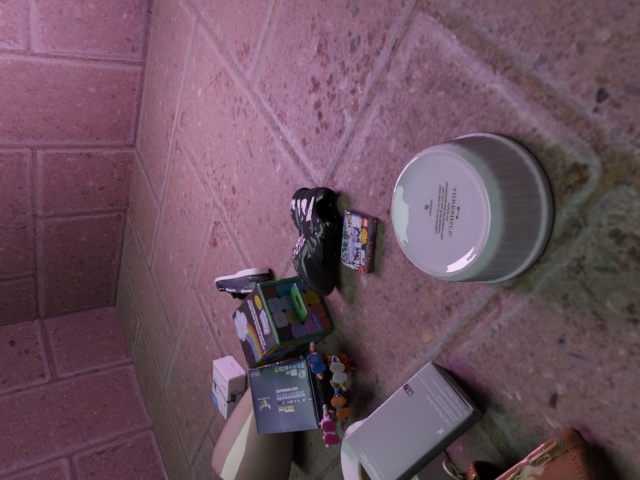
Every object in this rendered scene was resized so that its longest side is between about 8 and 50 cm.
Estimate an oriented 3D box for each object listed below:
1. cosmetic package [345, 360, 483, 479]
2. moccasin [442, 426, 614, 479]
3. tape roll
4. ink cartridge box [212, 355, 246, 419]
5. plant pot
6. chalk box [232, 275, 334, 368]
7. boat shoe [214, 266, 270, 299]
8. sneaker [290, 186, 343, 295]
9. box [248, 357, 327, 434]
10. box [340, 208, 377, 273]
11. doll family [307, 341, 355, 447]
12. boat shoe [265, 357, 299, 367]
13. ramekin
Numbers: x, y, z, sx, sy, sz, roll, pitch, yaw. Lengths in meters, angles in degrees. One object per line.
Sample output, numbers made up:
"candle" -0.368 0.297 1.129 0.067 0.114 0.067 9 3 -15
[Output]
"cosmetic package" 0.181 0.364 0.922 0.238 0.107 0.127 -45 54 5
"moccasin" 0.297 0.436 0.810 0.380 0.139 0.146 -52 45 36
"tape roll" 0.169 0.538 1.069 0.286 0.100 0.285 15 109 52
"ink cartridge box" -0.357 0.570 1.842 0.140 0.082 0.190 31 123 48
"plant pot" -0.182 0.584 1.487 0.257 0.257 0.273 25 100 50
"chalk box" -0.097 0.214 1.316 0.289 0.179 0.180 -46 59 48
"boat shoe" -0.272 0.158 1.606 0.303 0.115 0.091 -21 74 55
"sneaker" 0.000 0.000 1.199 0.130 0.109 0.286 -8 92 49
"box" -0.092 0.435 1.321 0.233 0.059 0.183 -20 75 34
"box" 0.090 0.002 1.132 0.094 0.027 0.136 23 115 50
"doll family" 0.042 0.379 1.191 0.163 0.119 0.262 101 159 -80
"boat shoe" -0.123 0.376 1.455 0.079 0.095 0.254 -45 59 47
"ramekin" 0.241 -0.051 0.820 0.273 0.127 0.272 16 109 53
